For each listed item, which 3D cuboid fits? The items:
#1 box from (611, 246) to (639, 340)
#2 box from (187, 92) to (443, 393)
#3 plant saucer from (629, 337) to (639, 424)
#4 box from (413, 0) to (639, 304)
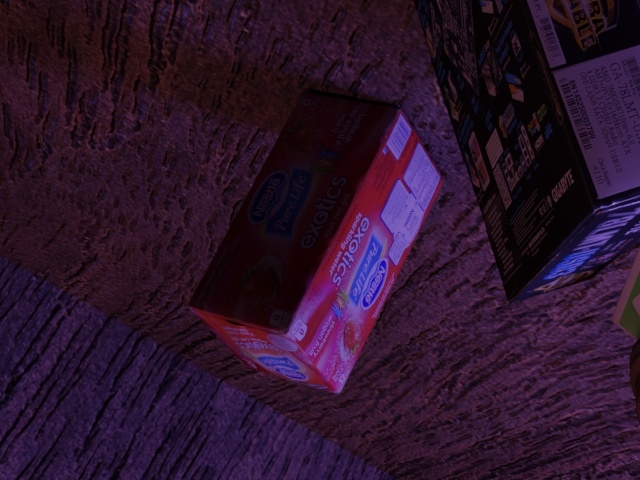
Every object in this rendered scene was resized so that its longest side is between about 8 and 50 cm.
[{"bbox_3d":[0.314,-0.040,0.993,0.127,0.231,0.262,36,164,15],"label":"box"},{"bbox_3d":[0.000,0.000,1.503,0.122,0.257,0.128,13,156,34],"label":"box"},{"bbox_3d":[0.321,0.154,1.032,0.278,0.041,0.278,33,164,11],"label":"plant saucer"},{"bbox_3d":[0.122,-0.129,0.965,0.073,0.293,0.295,-15,169,-5],"label":"box"}]
